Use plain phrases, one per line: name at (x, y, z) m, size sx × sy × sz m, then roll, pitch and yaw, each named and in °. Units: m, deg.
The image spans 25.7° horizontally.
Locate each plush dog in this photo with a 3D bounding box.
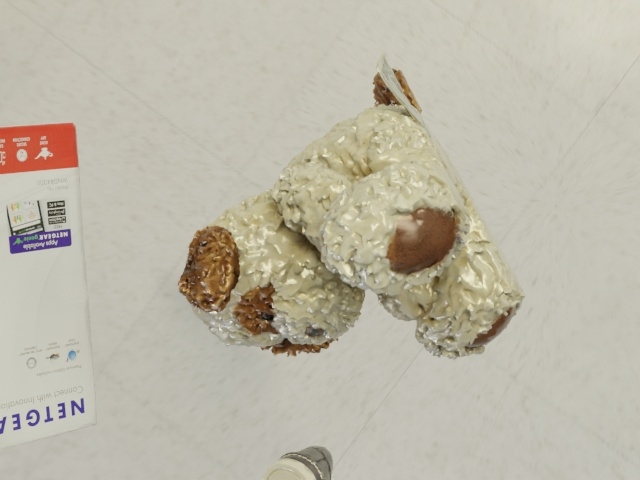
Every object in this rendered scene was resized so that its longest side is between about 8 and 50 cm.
plush dog at (0.000, 0.000, 1.053) m, size 0.225 × 0.262 × 0.210 m, roll -29°, pitch 63°, yaw 10°

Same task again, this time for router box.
router box at (-0.368, 0.051, 1.270) m, size 0.082 × 0.335 × 0.301 m, roll 2°, pitch 99°, yaw 44°

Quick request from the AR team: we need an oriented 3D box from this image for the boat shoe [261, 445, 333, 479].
boat shoe at (-0.026, 0.272, 1.244) m, size 0.075 × 0.065 × 0.206 m, roll 23°, pitch 118°, yaw 22°
